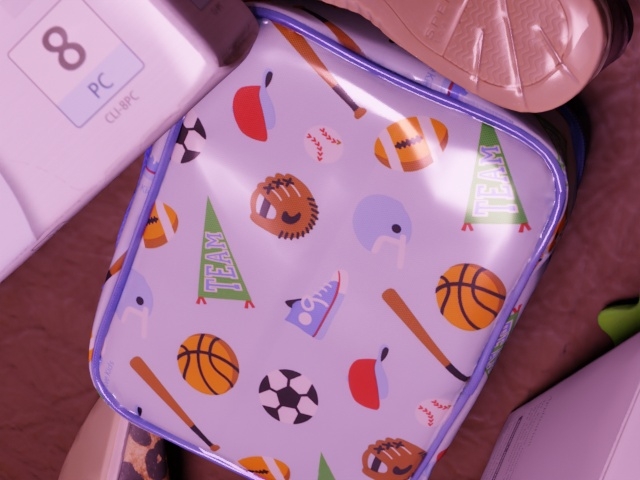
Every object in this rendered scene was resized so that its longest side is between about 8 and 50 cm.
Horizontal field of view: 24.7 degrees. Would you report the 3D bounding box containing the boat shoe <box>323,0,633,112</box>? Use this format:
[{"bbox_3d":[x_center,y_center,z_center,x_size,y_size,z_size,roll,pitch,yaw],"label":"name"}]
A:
[{"bbox_3d":[0.038,-0.168,0.757,0.285,0.092,0.103,37,117,19],"label":"boat shoe"}]

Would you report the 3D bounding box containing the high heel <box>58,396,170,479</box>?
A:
[{"bbox_3d":[-0.088,0.205,1.005,0.186,0.093,0.261,10,99,-28],"label":"high heel"}]

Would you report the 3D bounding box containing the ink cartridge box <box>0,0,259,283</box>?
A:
[{"bbox_3d":[-0.270,-0.142,0.745,0.308,0.091,0.385,-39,102,26],"label":"ink cartridge box"}]

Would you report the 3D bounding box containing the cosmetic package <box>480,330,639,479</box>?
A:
[{"bbox_3d":[0.217,0.176,0.814,0.224,0.138,0.225,30,156,-4],"label":"cosmetic package"}]

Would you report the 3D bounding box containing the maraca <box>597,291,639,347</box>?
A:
[{"bbox_3d":[0.233,0.047,0.829,0.127,0.099,0.186,48,138,7],"label":"maraca"}]

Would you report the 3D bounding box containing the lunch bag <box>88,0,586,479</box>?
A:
[{"bbox_3d":[0.000,0.000,0.847,0.243,0.115,0.303,26,117,5],"label":"lunch bag"}]
